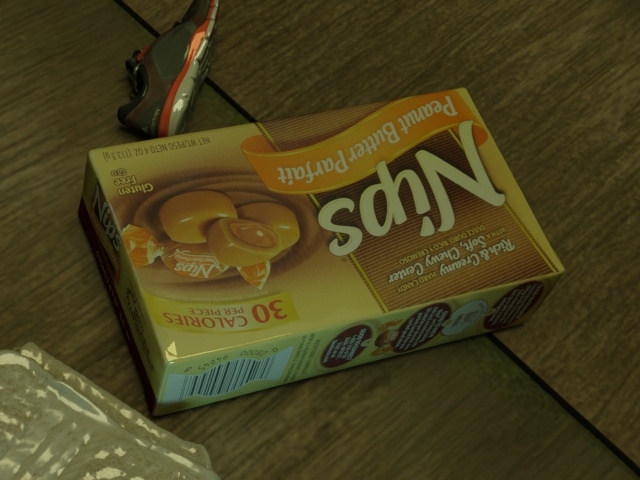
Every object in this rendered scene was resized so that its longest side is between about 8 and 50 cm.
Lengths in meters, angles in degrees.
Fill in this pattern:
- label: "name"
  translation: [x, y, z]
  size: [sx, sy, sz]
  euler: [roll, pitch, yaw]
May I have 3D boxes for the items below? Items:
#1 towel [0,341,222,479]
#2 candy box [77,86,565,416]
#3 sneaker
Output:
- label: "towel"
  translation: [-0.202, 0.201, 0.783]
  size: [0.187, 0.049, 0.282]
  euler: [30, 54, 6]
- label: "candy box"
  translation: [0.000, 0.000, 0.952]
  size: [0.317, 0.087, 0.182]
  euler: [-11, 61, -23]
- label: "sneaker"
  translation: [-0.124, -0.151, 1.037]
  size: [0.065, 0.061, 0.157]
  euler: [14, 54, 1]
